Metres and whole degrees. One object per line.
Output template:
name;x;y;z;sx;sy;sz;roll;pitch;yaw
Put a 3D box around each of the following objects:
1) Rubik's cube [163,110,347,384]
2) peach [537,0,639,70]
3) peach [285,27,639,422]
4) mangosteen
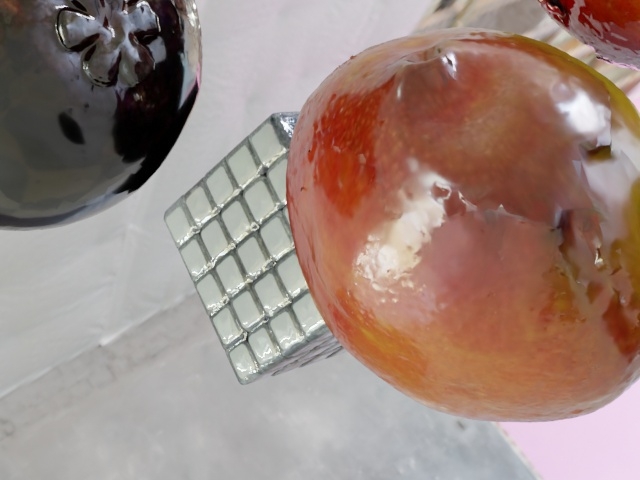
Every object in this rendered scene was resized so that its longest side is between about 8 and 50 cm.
Rubik's cube;0.000;0.000;1.110;0.237;0.237;0.238;-14;-19;-48
peach;0.356;-0.306;0.866;0.370;0.370;0.370;-35;-15;-11
peach;0.128;-0.016;0.782;0.290;0.372;0.372;-15;-19;-9
mangosteen;-0.253;-0.141;0.767;0.313;0.297;0.297;-29;-8;30
